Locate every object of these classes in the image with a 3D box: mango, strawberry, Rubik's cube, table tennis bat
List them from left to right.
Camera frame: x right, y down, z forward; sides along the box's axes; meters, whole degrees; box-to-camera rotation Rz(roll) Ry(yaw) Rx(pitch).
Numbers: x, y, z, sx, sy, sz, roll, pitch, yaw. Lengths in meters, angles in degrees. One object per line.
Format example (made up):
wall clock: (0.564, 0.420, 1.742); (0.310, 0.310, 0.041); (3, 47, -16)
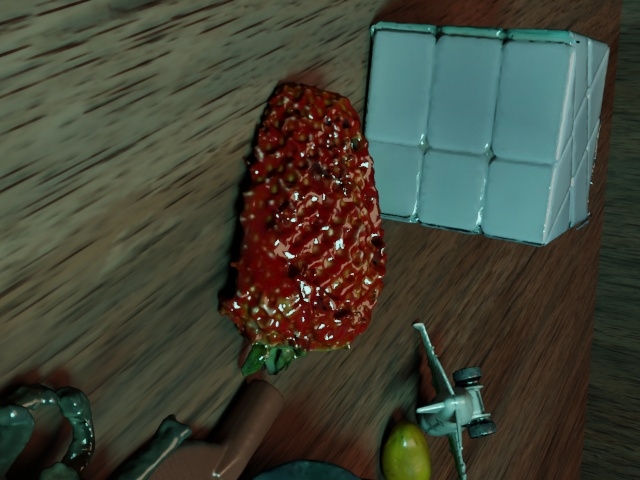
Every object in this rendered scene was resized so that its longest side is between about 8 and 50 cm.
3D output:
table tennis bat: (-0.120, 0.245, 0.733); (0.310, 0.038, 0.200); (-55, 144, -39)
strawberry: (0.000, 0.000, 0.804); (0.188, 0.106, 0.286); (-15, 112, -62)
mango: (0.120, 0.297, 1.194); (0.080, 0.061, 0.114); (-62, 142, -41)
Rubik's cube: (0.195, -0.131, 1.005); (0.231, 0.225, 0.221); (-17, 115, -61)

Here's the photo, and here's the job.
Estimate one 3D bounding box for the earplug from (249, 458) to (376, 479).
earplug: (0.036, 0.328, 0.941); (0.324, 0.185, 0.184); (33, 70, -68)

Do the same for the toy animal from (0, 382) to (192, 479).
toy animal: (-0.173, 0.169, 0.540); (0.233, 0.085, 0.148); (24, 79, -56)

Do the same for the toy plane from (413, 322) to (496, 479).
toy plane: (0.188, 0.244, 1.227); (0.255, 0.101, 0.250); (67, 10, -71)
